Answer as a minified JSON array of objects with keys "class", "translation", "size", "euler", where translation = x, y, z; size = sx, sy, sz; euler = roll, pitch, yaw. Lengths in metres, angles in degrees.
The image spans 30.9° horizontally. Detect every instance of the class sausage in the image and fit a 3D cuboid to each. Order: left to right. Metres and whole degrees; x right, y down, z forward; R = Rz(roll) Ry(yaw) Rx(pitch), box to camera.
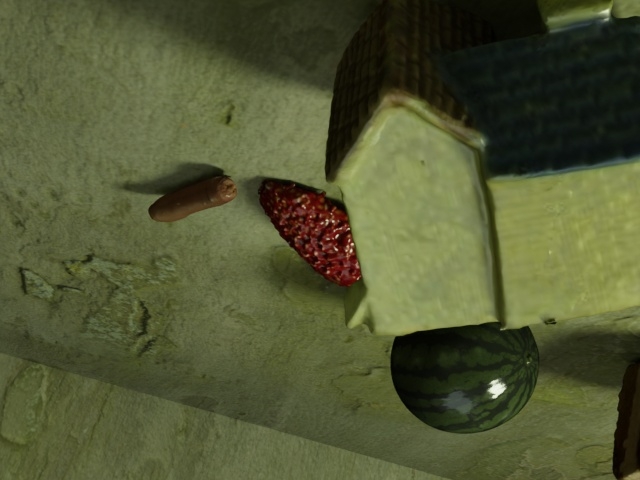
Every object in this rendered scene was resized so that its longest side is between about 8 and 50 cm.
[{"class":"sausage","translation":[-0.167,-0.054,1.529],"size":[0.043,0.043,0.186],"euler":[27,156,-31]}]

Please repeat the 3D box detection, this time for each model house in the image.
[{"class":"model house","translation":[0.158,-0.096,0.994],"size":[0.321,0.261,0.266],"euler":[-9,129,13]}]

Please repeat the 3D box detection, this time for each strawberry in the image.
[{"class":"strawberry","translation":[0.000,0.006,1.513],"size":[0.208,0.087,0.167],"euler":[20,161,-11]}]

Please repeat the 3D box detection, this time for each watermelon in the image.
[{"class":"watermelon","translation":[0.205,0.170,1.640],"size":[0.212,0.212,0.212],"euler":[13,160,5]}]

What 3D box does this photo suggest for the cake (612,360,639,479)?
[{"class":"cake","translation":[0.572,0.265,1.666],"size":[0.196,0.199,0.293],"euler":[21,158,-10]}]
